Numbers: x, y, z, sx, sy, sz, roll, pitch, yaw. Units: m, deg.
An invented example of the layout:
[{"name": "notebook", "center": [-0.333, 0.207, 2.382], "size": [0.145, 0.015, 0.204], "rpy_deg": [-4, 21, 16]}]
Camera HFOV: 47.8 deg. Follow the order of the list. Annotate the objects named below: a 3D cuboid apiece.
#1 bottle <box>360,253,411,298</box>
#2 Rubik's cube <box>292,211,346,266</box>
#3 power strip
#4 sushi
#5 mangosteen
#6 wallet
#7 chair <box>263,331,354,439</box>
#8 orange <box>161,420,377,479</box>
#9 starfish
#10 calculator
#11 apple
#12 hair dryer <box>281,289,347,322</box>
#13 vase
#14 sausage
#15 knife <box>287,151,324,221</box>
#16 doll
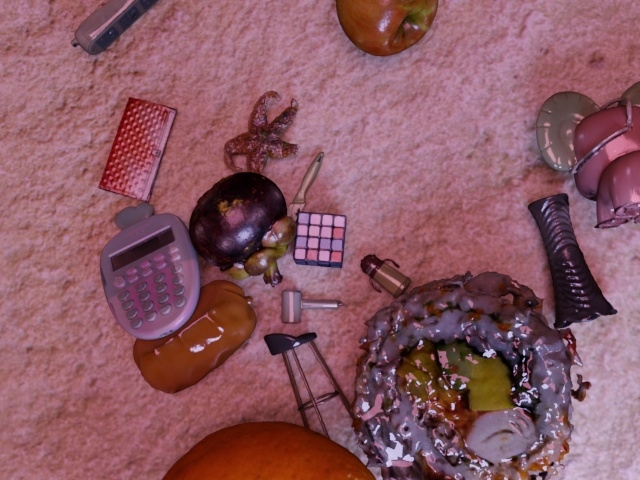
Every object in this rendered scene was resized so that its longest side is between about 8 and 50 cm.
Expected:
[{"name": "bottle", "center": [0.121, 0.063, 1.368], "size": [0.101, 0.047, 0.063], "rpy_deg": [36, 49, 10]}, {"name": "Rubik's cube", "center": [0.000, 0.000, 1.352], "size": [0.093, 0.092, 0.092], "rpy_deg": [5, 82, 3]}, {"name": "power strip", "center": [-0.377, -0.472, 1.433], "size": [0.286, 0.080, 0.048], "rpy_deg": [-43, 85, -3]}, {"name": "sushi", "center": [0.247, 0.248, 1.234], "size": [0.418, 0.176, 0.417], "rpy_deg": [0, 89, 22]}, {"name": "mangosteen", "center": [-0.131, -0.014, 1.315], "size": [0.192, 0.192, 0.217], "rpy_deg": [-39, 96, -4]}, {"name": "wallet", "center": [-0.359, -0.181, 1.423], "size": [0.103, 0.020, 0.196], "rpy_deg": [16, 83, 3]}, {"name": "chair", "center": [-0.016, 0.255, 1.326], "size": [0.095, 0.104, 0.221], "rpy_deg": [-25, 87, -28]}, {"name": "orange", "center": [-0.083, 0.507, 1.174], "size": [0.425, 0.326, 0.423], "rpy_deg": [-2, 64, 3]}, {"name": "starfish", "center": [-0.111, -0.186, 1.413], "size": [0.150, 0.053, 0.209], "rpy_deg": [10, 87, 16]}, {"name": "calculator", "center": [-0.315, 0.048, 1.333], "size": [0.186, 0.041, 0.298], "rpy_deg": [-27, 55, 3]}, {"name": "apple", "center": [0.121, -0.454, 1.364], "size": [0.196, 0.196, 0.195], "rpy_deg": [0, 82, 2]}, {"name": "hair dryer", "center": [-0.012, 0.127, 1.370], "size": [0.125, 0.038, 0.063], "rpy_deg": [1, 84, -5]}, {"name": "vase", "center": [0.453, 0.036, 1.336], "size": [0.116, 0.115, 0.237], "rpy_deg": [-15, 78, 0]}, {"name": "sausage", "center": [-0.226, 0.174, 1.322], "size": [0.241, 0.120, 0.136], "rpy_deg": [-40, 127, -2]}, {"name": "knife", "center": [-0.039, -0.080, 1.405], "size": [0.030, 0.014, 0.207], "rpy_deg": [27, 85, 5]}, {"name": "doll", "center": [0.547, -0.166, 1.300], "size": [0.285, 0.216, 0.268], "rpy_deg": [-9, 76, 3]}]
